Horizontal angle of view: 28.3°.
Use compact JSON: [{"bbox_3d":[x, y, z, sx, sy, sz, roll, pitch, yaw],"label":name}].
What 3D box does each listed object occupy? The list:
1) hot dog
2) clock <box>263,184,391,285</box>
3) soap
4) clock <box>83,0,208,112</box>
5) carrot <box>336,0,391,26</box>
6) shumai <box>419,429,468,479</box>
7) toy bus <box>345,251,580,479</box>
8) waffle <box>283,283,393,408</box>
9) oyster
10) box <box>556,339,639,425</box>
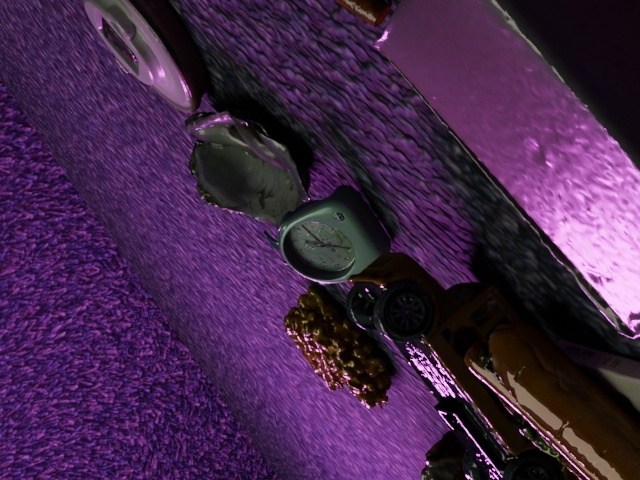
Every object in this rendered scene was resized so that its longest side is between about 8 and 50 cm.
[{"bbox_3d":[0.226,0.169,1.074,0.249,0.068,0.100,45,166,16],"label":"hot dog"},{"bbox_3d":[0.000,0.000,1.363,0.135,0.041,0.101,-17,122,30],"label":"clock"},{"bbox_3d":[0.154,-0.069,0.744,0.259,0.081,0.181,50,166,4],"label":"soap"},{"bbox_3d":[-0.228,-0.254,1.542,0.244,0.056,0.244,46,165,16],"label":"clock"},{"bbox_3d":[0.013,-0.199,0.963,0.093,0.032,0.032,43,166,10],"label":"carrot"},{"bbox_3d":[0.172,0.284,1.505,0.184,0.184,0.142,88,174,-69],"label":"shumai"},{"bbox_3d":[0.164,0.144,1.197,0.335,0.123,0.121,53,168,-9],"label":"toy bus"},{"bbox_3d":[0.026,0.164,1.812,0.197,0.070,0.193,48,166,10],"label":"waffle"},{"bbox_3d":[-0.085,-0.082,1.476,0.199,0.087,0.252,60,159,0],"label":"oyster"},{"bbox_3d":[0.261,0.134,1.064,0.090,0.024,0.167,53,166,-16],"label":"box"}]
